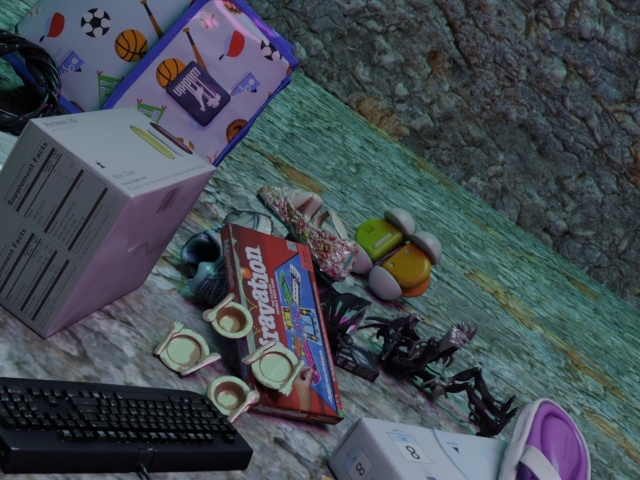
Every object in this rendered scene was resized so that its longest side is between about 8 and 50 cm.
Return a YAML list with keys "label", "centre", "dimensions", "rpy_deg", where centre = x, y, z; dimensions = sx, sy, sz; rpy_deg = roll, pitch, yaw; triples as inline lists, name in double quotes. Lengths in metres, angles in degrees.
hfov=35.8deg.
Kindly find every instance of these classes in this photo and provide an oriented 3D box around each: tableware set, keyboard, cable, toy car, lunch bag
- label: "tableware set"
  centre: [-0.111, 0.145, 1.229]
  dimensions: [0.169, 0.020, 0.141]
  rpy_deg: [42, 51, 14]
- label: "keyboard"
  centre: [-0.186, 0.209, 1.003]
  dimensions: [0.317, 0.033, 0.201]
  rpy_deg: [13, 27, -49]
- label: "cable"
  centre: [-0.470, -0.240, 1.499]
  dimensions: [0.185, 0.150, 0.047]
  rpy_deg: [27, -23, 4]
- label: "toy car"
  centre: [0.142, 0.039, 1.942]
  dimensions: [0.182, 0.159, 0.136]
  rpy_deg: [44, -16, 27]
- label: "lunch bag"
  centre: [-0.274, -0.290, 1.623]
  dimensions: [0.385, 0.328, 0.239]
  rpy_deg: [40, -4, 7]

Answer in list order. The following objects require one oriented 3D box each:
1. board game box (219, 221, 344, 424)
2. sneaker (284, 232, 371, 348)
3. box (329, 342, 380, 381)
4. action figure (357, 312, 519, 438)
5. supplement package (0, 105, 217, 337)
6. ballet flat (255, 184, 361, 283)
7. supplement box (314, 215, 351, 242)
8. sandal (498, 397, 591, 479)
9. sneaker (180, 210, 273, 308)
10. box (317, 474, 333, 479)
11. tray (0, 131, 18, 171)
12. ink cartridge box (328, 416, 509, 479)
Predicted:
- label: "board game box"
  centre: [-0.055, 0.109, 1.342]
  dimensions: [0.145, 0.027, 0.281]
  rpy_deg: [16, 46, -35]
- label: "sneaker"
  centre: [-0.006, 0.084, 1.542]
  dimensions: [0.153, 0.101, 0.268]
  rpy_deg: [23, 24, -9]
- label: "box"
  centre: [0.047, 0.181, 1.543]
  dimensions: [0.083, 0.018, 0.067]
  rpy_deg: [27, 18, -23]
- label: "action figure"
  centre: [0.199, 0.190, 1.607]
  dimensions: [0.276, 0.141, 0.164]
  rpy_deg: [40, 19, 5]
- label: "supplement package"
  centre: [-0.274, -0.035, 1.193]
  dimensions: [0.145, 0.204, 0.262]
  rpy_deg: [36, 17, 5]
- label: "ballet flat"
  centre: [-0.013, -0.027, 1.531]
  dimensions: [0.091, 0.077, 0.241]
  rpy_deg: [29, 16, -50]
- label: "supplement box"
  centre: [0.000, 0.000, 1.872]
  dimensions: [0.098, 0.062, 0.036]
  rpy_deg: [38, 15, 7]
- label: "sandal"
  centre: [0.300, 0.326, 1.224]
  dimensions: [0.169, 0.102, 0.416]
  rpy_deg: [39, 29, -15]
- label: "sneaker"
  centre: [-0.143, 0.012, 1.491]
  dimensions: [0.122, 0.110, 0.283]
  rpy_deg: [26, 18, -17]
- label: "box"
  centre: [0.048, 0.338, 0.989]
  dimensions: [0.171, 0.091, 0.130]
  rpy_deg: [31, 17, -13]
- label: "tray"
  centre: [-0.401, -0.102, 1.439]
  dimensions: [0.270, 0.030, 0.145]
  rpy_deg: [21, 21, -39]
- label: "ink cartridge box"
  centre: [0.220, 0.386, 1.195]
  dimensions: [0.308, 0.091, 0.385]
  rpy_deg: [19, 22, -42]
